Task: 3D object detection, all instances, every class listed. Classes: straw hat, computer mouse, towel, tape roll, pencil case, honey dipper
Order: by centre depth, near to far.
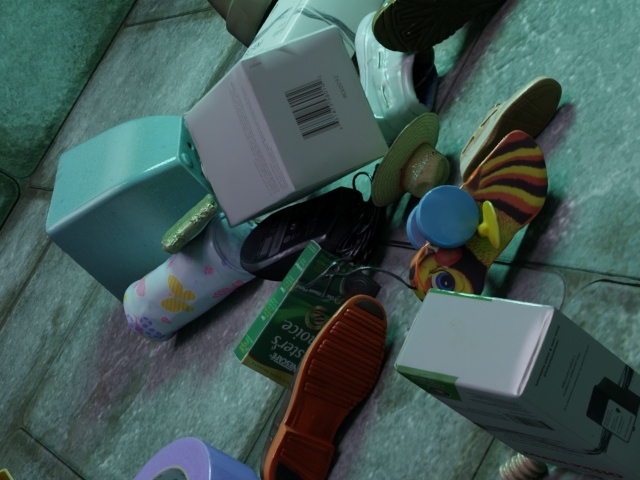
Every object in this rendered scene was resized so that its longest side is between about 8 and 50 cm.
[{"bbox_3d":[0.238,0.184,1.354,0.161,0.030,0.030,-44,27,24],"label":"honey dipper"},{"bbox_3d":[-0.192,0.399,1.841,0.275,0.090,0.274,-44,28,30],"label":"tape roll"},{"bbox_3d":[0.134,-0.090,1.846,0.061,0.144,0.144,35,93,24],"label":"straw hat"},{"bbox_3d":[0.000,0.000,2.000,0.272,0.072,0.188,-18,39,40],"label":"computer mouse"},{"bbox_3d":[-0.201,-0.025,2.179,0.110,0.027,0.148,-44,8,-1],"label":"towel"},{"bbox_3d":[-0.201,0.059,2.248,0.273,0.113,0.124,-36,12,38],"label":"pencil case"}]

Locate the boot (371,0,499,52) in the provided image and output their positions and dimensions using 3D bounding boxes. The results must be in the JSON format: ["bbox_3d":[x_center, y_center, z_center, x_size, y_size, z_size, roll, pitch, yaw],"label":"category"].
[{"bbox_3d":[0.154,-0.380,2.090,0.236,0.089,0.269,-24,27,-4],"label":"boot"}]

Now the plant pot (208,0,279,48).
[{"bbox_3d":[-0.138,-0.547,2.529,0.323,0.280,0.323,-54,-3,-4],"label":"plant pot"}]

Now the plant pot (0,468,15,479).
[{"bbox_3d":[-0.475,0.499,2.095,0.212,0.187,0.212,-41,21,-13],"label":"plant pot"}]

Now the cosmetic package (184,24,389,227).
[{"bbox_3d":[-0.061,-0.152,2.000,0.155,0.197,0.365,-23,2,-18],"label":"cosmetic package"}]

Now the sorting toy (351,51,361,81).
[{"bbox_3d":[0.047,-0.255,2.262,0.208,0.038,0.193,-24,38,59],"label":"sorting toy"}]

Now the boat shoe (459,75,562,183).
[{"bbox_3d":[0.227,-0.142,1.737,0.170,0.063,0.059,-49,31,19],"label":"boat shoe"}]

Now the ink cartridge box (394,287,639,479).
[{"bbox_3d":[0.194,0.131,1.250,0.153,0.208,0.087,7,67,49],"label":"ink cartridge box"}]

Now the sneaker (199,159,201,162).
[{"bbox_3d":[-0.139,-0.214,2.434,0.122,0.146,0.330,-44,25,30],"label":"sneaker"}]

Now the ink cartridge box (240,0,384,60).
[{"bbox_3d":[-0.018,-0.331,2.286,0.207,0.117,0.283,-21,36,61],"label":"ink cartridge box"}]

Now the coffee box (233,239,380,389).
[{"bbox_3d":[-0.017,0.105,1.842,0.184,0.113,0.040,-54,27,4],"label":"coffee box"}]

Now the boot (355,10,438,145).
[{"bbox_3d":[0.122,-0.258,2.070,0.123,0.095,0.258,-30,44,36],"label":"boot"}]

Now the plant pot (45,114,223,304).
[{"bbox_3d":[-0.287,-0.069,2.437,0.252,0.247,0.248,-32,32,20],"label":"plant pot"}]

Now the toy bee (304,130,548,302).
[{"bbox_3d":[0.157,0.020,1.609,0.298,0.162,0.195,-38,-4,12],"label":"toy bee"}]

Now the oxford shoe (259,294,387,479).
[{"bbox_3d":[-0.007,0.188,1.743,0.271,0.097,0.098,-61,18,-10],"label":"oxford shoe"}]
